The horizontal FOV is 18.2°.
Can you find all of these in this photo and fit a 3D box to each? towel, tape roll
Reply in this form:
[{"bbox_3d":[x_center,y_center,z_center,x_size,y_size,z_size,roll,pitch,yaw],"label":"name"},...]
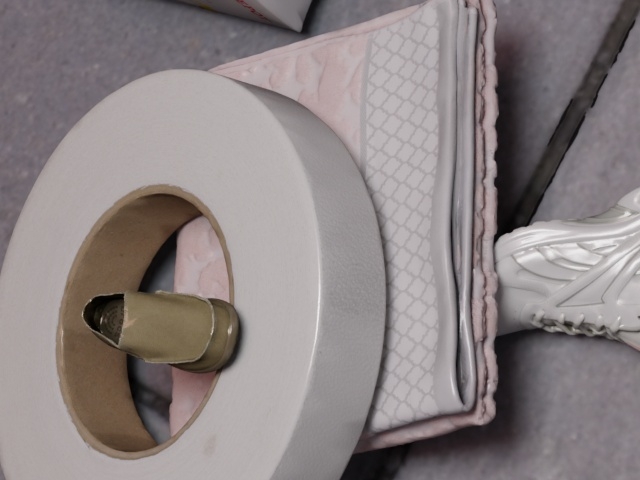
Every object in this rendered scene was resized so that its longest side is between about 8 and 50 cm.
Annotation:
[{"bbox_3d":[0.000,0.000,1.494,0.317,0.053,0.331,-16,66,43],"label":"towel"},{"bbox_3d":[-0.110,0.067,1.496,0.392,0.072,0.392,-13,71,43],"label":"tape roll"}]

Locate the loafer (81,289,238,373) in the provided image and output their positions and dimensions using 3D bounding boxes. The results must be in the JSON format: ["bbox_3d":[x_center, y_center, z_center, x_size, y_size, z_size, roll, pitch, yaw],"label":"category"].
[{"bbox_3d":[-0.116,0.063,1.414,0.148,0.050,0.056,-2,80,47],"label":"loafer"}]

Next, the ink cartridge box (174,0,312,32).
[{"bbox_3d":[-0.114,-0.291,1.598,0.233,0.171,0.168,18,83,30],"label":"ink cartridge box"}]

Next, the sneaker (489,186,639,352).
[{"bbox_3d":[0.199,0.037,1.409,0.232,0.090,0.115,-24,68,20],"label":"sneaker"}]
